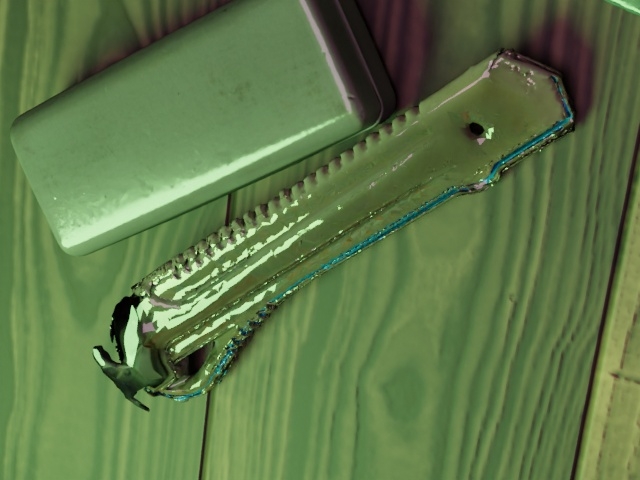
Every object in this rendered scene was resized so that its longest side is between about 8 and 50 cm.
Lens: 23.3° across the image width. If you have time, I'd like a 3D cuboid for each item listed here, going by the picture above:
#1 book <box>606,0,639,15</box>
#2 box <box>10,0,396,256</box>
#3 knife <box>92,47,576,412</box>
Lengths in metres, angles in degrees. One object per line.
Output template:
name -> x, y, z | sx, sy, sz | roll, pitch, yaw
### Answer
book -> 0.156, -0.232, 0.796 | 0.283, 0.025, 0.214 | 30, 117, 18
box -> -0.077, -0.075, 0.948 | 0.244, 0.055, 0.103 | -22, 94, 31
knife -> 0.000, -0.004, 0.939 | 0.365, 0.043, 0.089 | -34, 120, 29
